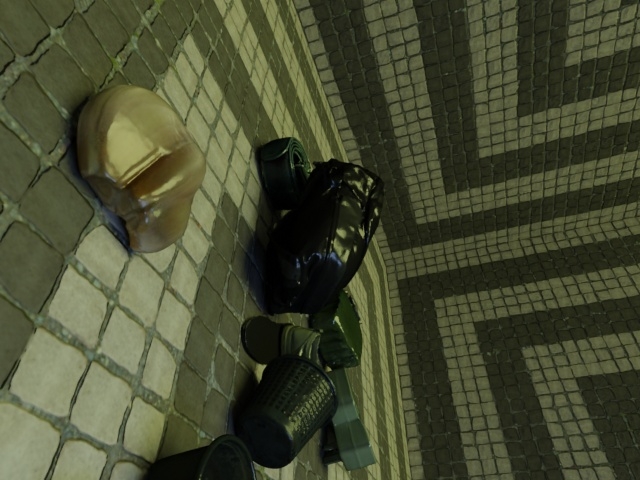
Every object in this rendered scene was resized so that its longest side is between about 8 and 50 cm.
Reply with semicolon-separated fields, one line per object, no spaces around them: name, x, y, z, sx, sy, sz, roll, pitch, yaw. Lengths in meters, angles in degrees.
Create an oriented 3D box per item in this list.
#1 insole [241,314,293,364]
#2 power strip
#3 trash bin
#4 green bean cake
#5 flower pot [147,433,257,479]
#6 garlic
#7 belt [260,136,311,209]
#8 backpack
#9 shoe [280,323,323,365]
insole;-0.113;0.231;1.046;0.309;0.012;0.110;27;54;-72
power strip;0.063;0.547;1.306;0.261;0.141;0.230;-107;179;-66
trash bin;-0.074;0.334;0.841;0.161;0.175;0.175;-37;115;-61
green bean cake;0.054;0.279;1.451;0.222;0.124;0.227;-65;138;-65
flower pot;-0.160;0.337;0.568;0.157;0.106;0.157;-12;90;-73
garlic;-0.242;-0.123;0.650;0.228;0.110;0.217;-83;153;-53
belt;-0.092;-0.198;1.297;0.267;0.116;0.207;30;53;-75
backpack;0.000;0.000;1.143;0.446;0.254;0.363;-67;179;-54
shoe;-0.043;0.334;1.049;0.103;0.098;0.275;44;42;-62
